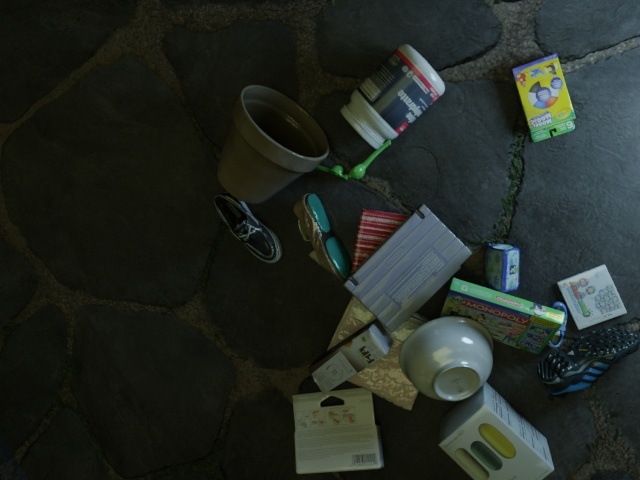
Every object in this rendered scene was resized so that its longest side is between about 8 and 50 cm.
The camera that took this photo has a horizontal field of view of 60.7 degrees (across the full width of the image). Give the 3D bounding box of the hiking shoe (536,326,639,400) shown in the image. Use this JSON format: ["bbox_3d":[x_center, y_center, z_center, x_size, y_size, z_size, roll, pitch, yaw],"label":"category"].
[{"bbox_3d":[0.800,0.363,1.629,0.304,0.113,0.132,-27,120,11],"label":"hiking shoe"}]

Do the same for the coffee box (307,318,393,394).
[{"bbox_3d":[0.096,0.365,1.732,0.246,0.141,0.098,-36,85,16],"label":"coffee box"}]

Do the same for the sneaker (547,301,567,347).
[{"bbox_3d":[0.713,0.257,1.645,0.053,0.059,0.144,6,98,17],"label":"sneaker"}]

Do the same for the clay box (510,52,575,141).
[{"bbox_3d":[0.648,-0.409,1.582,0.127,0.053,0.222,-18,91,17],"label":"clay box"}]

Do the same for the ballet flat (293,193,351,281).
[{"bbox_3d":[0.000,0.000,1.798,0.106,0.107,0.316,-26,84,37],"label":"ballet flat"}]

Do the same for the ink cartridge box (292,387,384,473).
[{"bbox_3d":[0.056,0.650,1.871,0.296,0.066,0.261,-10,69,16],"label":"ink cartridge box"}]

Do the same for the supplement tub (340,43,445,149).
[{"bbox_3d":[0.213,-0.424,1.627,0.272,0.191,0.191,-43,85,16],"label":"supplement tub"}]

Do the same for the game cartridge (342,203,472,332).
[{"bbox_3d":[0.271,0.089,1.702,0.355,0.068,0.230,-45,98,4],"label":"game cartridge"}]

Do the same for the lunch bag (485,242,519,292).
[{"bbox_3d":[0.540,0.078,1.622,0.096,0.151,0.129,1,96,15],"label":"lunch bag"}]

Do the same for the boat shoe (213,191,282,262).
[{"bbox_3d":[-0.249,-0.042,1.846,0.108,0.102,0.301,-39,86,16],"label":"boat shoe"}]

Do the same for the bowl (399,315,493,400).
[{"bbox_3d":[0.393,0.384,1.645,0.298,0.134,0.298,-1,120,-2],"label":"bowl"}]

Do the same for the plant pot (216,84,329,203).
[{"bbox_3d":[-0.178,-0.272,1.716,0.323,0.323,0.280,45,121,6],"label":"plant pot"}]

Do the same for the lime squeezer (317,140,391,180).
[{"bbox_3d":[0.077,-0.245,1.757,0.310,0.059,0.110,-8,95,17],"label":"lime squeezer"}]

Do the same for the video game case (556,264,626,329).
[{"bbox_3d":[0.807,0.170,1.629,0.143,0.019,0.157,-25,90,16],"label":"video game case"}]

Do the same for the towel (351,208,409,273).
[{"bbox_3d":[0.205,0.046,1.747,0.199,0.031,0.275,8,99,-2],"label":"towel"}]

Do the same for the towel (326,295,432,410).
[{"bbox_3d":[0.205,0.356,1.801,0.332,0.053,0.317,24,103,12],"label":"towel"}]

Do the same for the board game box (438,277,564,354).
[{"bbox_3d":[0.526,0.228,1.629,0.317,0.213,0.046,18,59,13],"label":"board game box"}]

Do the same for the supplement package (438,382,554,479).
[{"bbox_3d":[0.528,0.615,1.667,0.262,0.198,0.199,43,106,7],"label":"supplement package"}]
